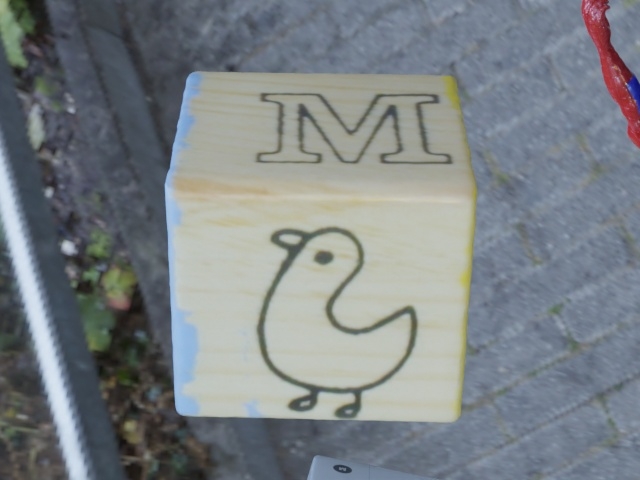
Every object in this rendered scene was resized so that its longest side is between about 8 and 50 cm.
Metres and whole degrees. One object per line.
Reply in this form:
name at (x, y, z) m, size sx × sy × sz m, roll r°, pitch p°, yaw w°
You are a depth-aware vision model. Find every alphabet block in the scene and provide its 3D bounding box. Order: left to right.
alphabet block at (0.000, 0.000, 1.047) m, size 0.197 × 0.193 × 0.192 m, roll 0°, pitch 122°, yaw 0°

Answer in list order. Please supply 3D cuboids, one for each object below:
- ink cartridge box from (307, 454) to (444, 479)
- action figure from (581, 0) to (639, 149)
ink cartridge box at (0.091, 0.228, 1.016) m, size 0.223 × 0.224 × 0.045 m, roll 11°, pitch 107°, yaw -1°
action figure at (0.202, -0.118, 0.811) m, size 0.091 × 0.280 × 0.139 m, roll -29°, pitch 89°, yaw -2°
